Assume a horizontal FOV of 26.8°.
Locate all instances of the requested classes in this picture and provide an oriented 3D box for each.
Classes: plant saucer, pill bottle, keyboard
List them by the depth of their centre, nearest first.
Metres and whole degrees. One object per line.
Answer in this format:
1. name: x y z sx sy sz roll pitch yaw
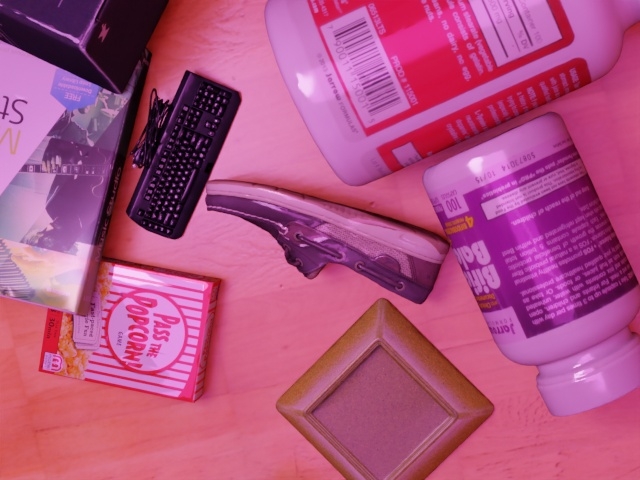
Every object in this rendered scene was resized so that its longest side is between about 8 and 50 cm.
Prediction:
1. pill bottle: 0.166 -0.236 1.405 0.407 0.229 0.229 -24 91 10
2. pill bottle: 0.242 0.029 1.448 0.169 0.169 0.301 -25 90 10
3. plant saucer: 0.071 0.197 1.551 0.188 0.045 0.188 45 100 2
4. keyboard: -0.169 -0.099 1.551 0.100 0.038 0.192 21 98 -14

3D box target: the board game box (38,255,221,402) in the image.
1. board game box: -0.225 0.099 1.586 0.193 0.045 0.147 10 96 7

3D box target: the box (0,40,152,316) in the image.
1. box: -0.346 -0.093 1.555 0.232 0.058 0.322 12 87 7

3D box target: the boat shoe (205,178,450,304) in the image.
1. boat shoe: 0.000 0.000 1.517 0.285 0.103 0.092 16 92 1

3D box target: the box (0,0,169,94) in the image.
1. box: -0.341 -0.386 1.448 0.395 0.212 0.293 26 85 6
